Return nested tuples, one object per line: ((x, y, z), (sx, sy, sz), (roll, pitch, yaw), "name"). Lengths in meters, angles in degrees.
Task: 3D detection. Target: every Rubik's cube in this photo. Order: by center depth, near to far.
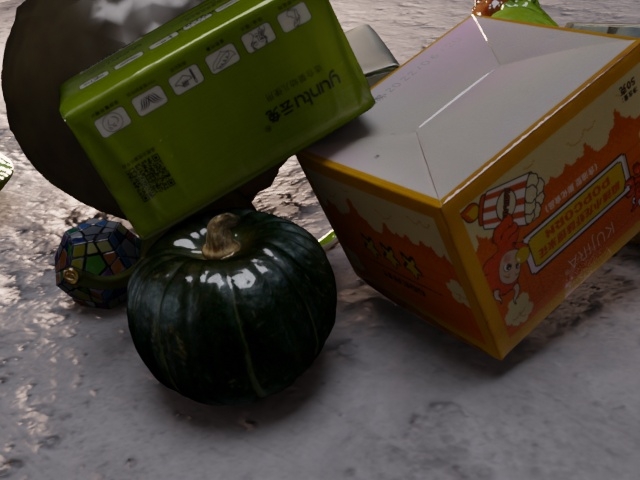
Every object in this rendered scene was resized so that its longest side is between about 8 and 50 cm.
((-0.263, 0.028, 1.040), (0.111, 0.093, 0.111), (-5, 30, 3), "Rubik's cube")

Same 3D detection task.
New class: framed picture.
((0.586, -0.398, 1.770), (0.213, 0.016, 0.289), (7, 30, 22), "framed picture")

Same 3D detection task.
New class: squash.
((-0.088, 0.059, 0.859), (0.218, 0.172, 0.218), (-29, 28, 17), "squash")

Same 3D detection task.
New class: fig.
((-0.178, 0.018, 0.985), (0.149, 0.149, 0.245), (21, 36, 41), "fig")

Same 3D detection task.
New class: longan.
((-0.231, -0.222, 1.204), (0.435, 0.404, 0.404), (19, 36, 33), "longan")

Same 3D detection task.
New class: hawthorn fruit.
((0.375, -0.422, 1.760), (0.189, 0.149, 0.149), (48, 47, 8), "hawthorn fruit")

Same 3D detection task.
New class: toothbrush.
((0.000, 0.000, 1.113), (0.263, 0.026, 0.022), (-29, 29, -37), "toothbrush")

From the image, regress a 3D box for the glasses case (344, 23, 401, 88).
((0.080, -0.332, 1.674), (0.128, 0.083, 0.308), (-12, 28, 0), "glasses case")

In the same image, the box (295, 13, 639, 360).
((0.175, -0.070, 0.929), (0.283, 0.214, 0.259), (-39, 35, -16), "box")

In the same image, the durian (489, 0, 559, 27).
((0.281, -0.224, 1.328), (0.255, 0.204, 0.340), (-24, 33, 11), "durian")

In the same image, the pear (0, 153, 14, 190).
((-0.580, -0.084, 1.284), (0.239, 0.139, 0.288), (5, 21, -13), "pear")

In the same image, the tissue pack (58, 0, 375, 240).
((-0.115, -0.152, 0.917), (0.274, 0.167, 0.200), (-30, 24, -6), "tissue pack")

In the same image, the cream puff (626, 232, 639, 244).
((0.449, -0.073, 1.029), (0.269, 0.155, 0.241), (-36, 35, -11), "cream puff")
